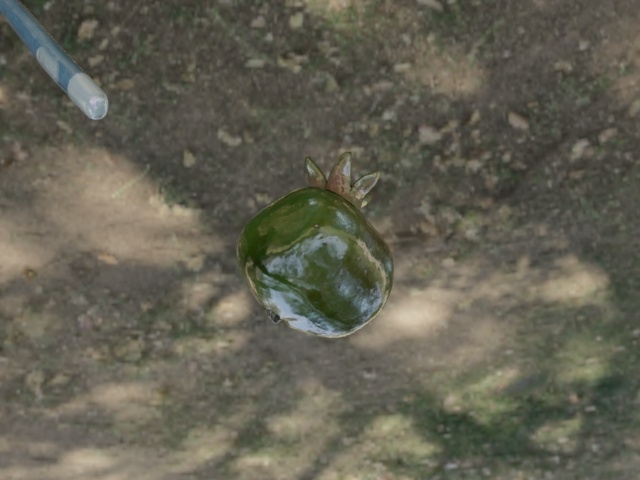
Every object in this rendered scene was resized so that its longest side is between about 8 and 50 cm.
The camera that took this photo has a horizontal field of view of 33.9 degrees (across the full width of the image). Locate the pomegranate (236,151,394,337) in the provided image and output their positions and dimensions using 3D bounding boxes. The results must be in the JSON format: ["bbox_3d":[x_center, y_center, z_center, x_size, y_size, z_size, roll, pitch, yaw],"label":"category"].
[{"bbox_3d":[0.000,0.000,1.035,0.131,0.191,0.152,-21,131,32],"label":"pomegranate"}]

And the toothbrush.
[{"bbox_3d":[-0.204,-0.151,0.693,0.025,0.275,0.019,-11,130,-33],"label":"toothbrush"}]
